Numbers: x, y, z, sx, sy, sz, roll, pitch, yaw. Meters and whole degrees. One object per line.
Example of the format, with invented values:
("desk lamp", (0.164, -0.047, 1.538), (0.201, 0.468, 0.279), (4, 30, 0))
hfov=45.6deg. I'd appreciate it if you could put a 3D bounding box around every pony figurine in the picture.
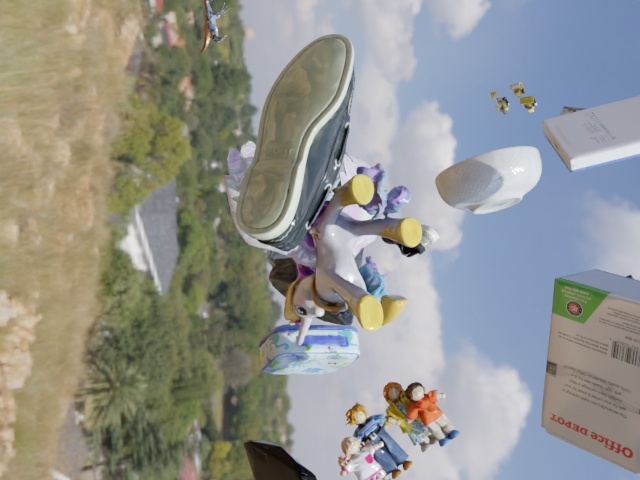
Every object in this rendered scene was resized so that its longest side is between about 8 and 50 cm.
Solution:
("pony figurine", (0.015, -0.004, 1.260), (0.363, 0.303, 0.350), (163, -76, -64))

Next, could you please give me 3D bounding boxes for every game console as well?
("game console", (-0.060, 0.614, 1.724), (0.213, 0.044, 0.361), (13, -55, 48))

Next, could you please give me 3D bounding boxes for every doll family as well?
("doll family", (0.138, 0.386, 1.549), (0.163, 0.263, 0.118), (53, -10, -1))

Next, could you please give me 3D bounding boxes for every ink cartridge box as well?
("ink cartridge box", (0.507, 0.216, 1.306), (0.211, 0.122, 0.289), (20, -67, 50))

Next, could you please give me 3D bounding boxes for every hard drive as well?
("hard drive", (0.640, -0.234, 1.557), (0.210, 0.319, 0.040), (-92, 166, -60))

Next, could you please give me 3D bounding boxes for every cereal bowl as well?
("cereal bowl", (0.546, -0.176, 2.434), (0.339, 0.339, 0.141), (99, -22, -76))

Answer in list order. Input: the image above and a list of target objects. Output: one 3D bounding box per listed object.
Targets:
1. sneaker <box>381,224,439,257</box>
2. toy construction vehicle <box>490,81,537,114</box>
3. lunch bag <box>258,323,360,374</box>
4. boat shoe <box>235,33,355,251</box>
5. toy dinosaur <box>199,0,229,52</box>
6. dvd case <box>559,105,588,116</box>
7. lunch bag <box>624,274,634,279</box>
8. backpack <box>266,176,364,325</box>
("sneaker", (0.198, 0.000, 1.815), (0.170, 0.075, 0.063), (5, -43, 49))
("toy construction vehicle", (0.443, -0.318, 1.747), (0.098, 0.086, 0.035), (40, 52, -51))
("lunch bag", (-0.025, 0.256, 1.804), (0.176, 0.219, 0.090), (130, -42, -58))
("boat shoe", (-0.016, -0.138, 1.115), (0.113, 0.127, 0.340), (46, 53, -53))
("toy dinosaur", (-0.199, -0.397, 1.370), (0.082, 0.090, 0.047), (58, -6, -11))
("dvd case", (0.733, -0.340, 2.256), (0.013, 0.119, 0.087), (36, -9, -39))
("lunch bag", (0.763, 0.175, 1.967), (0.129, 0.151, 0.096), (52, 44, -8))
("backpack", (0.000, 0.000, 1.974), (0.290, 0.273, 0.355), (44, 62, -45))
